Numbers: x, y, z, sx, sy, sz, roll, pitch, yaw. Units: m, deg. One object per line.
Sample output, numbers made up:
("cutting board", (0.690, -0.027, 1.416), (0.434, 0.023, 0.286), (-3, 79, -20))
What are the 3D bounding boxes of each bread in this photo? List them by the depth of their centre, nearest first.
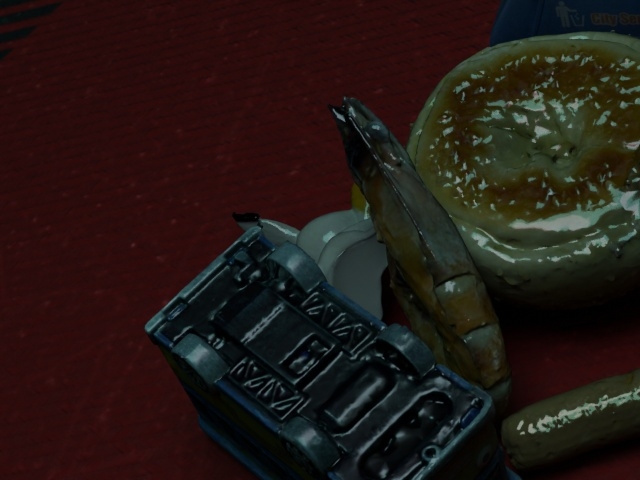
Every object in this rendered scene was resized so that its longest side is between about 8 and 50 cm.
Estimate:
("bread", (0.226, -0.057, 1.685), (0.305, 0.159, 0.305), (-10, 51, 12))

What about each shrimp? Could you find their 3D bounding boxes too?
("shrimp", (0.083, 0.020, 1.616), (0.062, 0.164, 0.317), (-26, 89, -20))

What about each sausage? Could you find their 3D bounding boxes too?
("sausage", (0.302, 0.135, 1.572), (0.301, 0.066, 0.066), (-15, 50, 5))

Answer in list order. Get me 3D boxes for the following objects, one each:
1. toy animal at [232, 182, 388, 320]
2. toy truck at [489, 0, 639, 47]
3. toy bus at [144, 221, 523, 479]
("toy animal", (0.000, 0.000, 1.750), (0.127, 0.131, 0.181), (0, 13, -22))
("toy truck", (0.349, -0.226, 1.769), (0.367, 0.175, 0.146), (2, 52, 19))
("toy bus", (0.012, 0.145, 1.577), (0.152, 0.190, 0.312), (-43, 52, -16))
